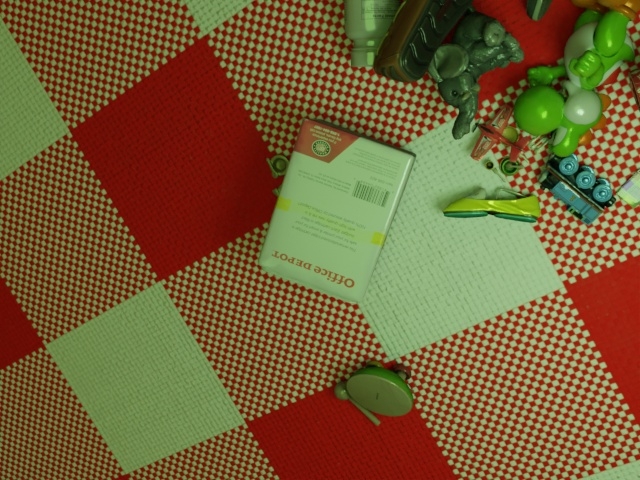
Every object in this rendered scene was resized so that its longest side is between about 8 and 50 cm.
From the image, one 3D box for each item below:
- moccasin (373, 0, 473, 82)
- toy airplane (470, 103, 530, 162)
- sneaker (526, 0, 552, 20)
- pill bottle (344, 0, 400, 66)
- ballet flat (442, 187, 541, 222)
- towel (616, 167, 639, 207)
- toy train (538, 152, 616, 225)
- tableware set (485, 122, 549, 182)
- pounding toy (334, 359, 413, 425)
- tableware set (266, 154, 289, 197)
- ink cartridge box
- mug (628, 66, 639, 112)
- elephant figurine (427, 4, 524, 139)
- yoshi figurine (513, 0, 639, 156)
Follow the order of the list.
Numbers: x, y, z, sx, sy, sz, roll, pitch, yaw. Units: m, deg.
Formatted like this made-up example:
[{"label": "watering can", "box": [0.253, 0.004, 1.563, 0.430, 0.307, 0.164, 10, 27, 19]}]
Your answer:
[{"label": "moccasin", "box": [0.243, -0.521, 1.442, 0.147, 0.139, 0.380, 27, 90, 50]}, {"label": "toy airplane", "box": [0.427, -0.242, 1.534, 0.151, 0.028, 0.151, -6, 79, 29]}, {"label": "sneaker", "box": [0.459, -0.603, 1.431, 0.118, 0.083, 0.222, 19, 117, 30]}, {"label": "pill bottle", "box": [0.120, -0.521, 1.508, 0.131, 0.131, 0.229, 2, 105, 15]}, {"label": "ballet flat", "box": [0.415, -0.088, 1.582, 0.231, 0.077, 0.077, 4, 84, 12]}, {"label": "towel", "box": [0.736, -0.122, 1.509, 0.060, 0.009, 0.083, 40, 112, 2]}, {"label": "toy train", "box": [0.592, -0.124, 1.513, 0.184, 0.080, 0.105, 39, 117, 2]}, {"label": "tableware set", "box": [0.459, -0.220, 1.552, 0.104, 0.024, 0.154, 45, 112, 1]}, {"label": "pounding toy", "box": [0.161, 0.388, 1.773, 0.183, 0.110, 0.237, 35, 141, -7]}, {"label": "tableware set", "box": [-0.059, -0.170, 1.712, 0.169, 0.020, 0.141, -16, 99, 19]}, {"label": "ink cartridge box", "box": [0.040, -0.077, 1.612, 0.279, 0.160, 0.384, 21, 103, 6]}, {"label": "mug", "box": [0.734, -0.313, 1.325, 0.169, 0.113, 0.150, -16, 98, 22]}, {"label": "elephant figurine", "box": [0.320, -0.383, 1.469, 0.169, 0.186, 0.239, 38, 106, -23]}, {"label": "yoshi figurine", "box": [0.533, -0.368, 1.408, 0.203, 0.204, 0.362, 25, 110, 34]}]
